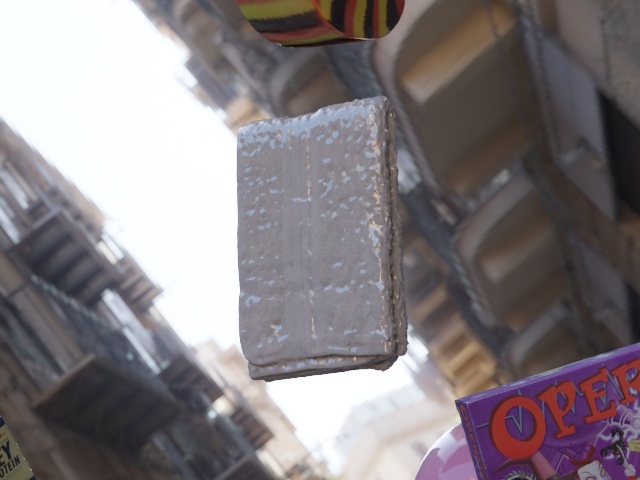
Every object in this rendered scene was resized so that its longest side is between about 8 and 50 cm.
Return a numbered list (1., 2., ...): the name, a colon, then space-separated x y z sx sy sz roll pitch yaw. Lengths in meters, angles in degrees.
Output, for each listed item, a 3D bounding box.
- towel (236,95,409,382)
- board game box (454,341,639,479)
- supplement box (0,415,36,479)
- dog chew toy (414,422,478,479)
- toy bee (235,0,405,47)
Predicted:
1. towel: 0.000 0.000 1.509 0.187 0.282 0.049 -9 -15 31
2. board game box: 0.304 0.181 1.228 0.347 0.208 0.056 -17 -4 -8
3. supplement box: -0.320 0.195 1.365 0.056 0.083 0.083 -38 -53 -26
4. dog chew toy: 0.210 0.307 1.438 0.206 0.332 0.207 -5 -67 -11
5. toy bee: -0.058 -0.220 0.791 0.195 0.298 0.162 -27 14 44
